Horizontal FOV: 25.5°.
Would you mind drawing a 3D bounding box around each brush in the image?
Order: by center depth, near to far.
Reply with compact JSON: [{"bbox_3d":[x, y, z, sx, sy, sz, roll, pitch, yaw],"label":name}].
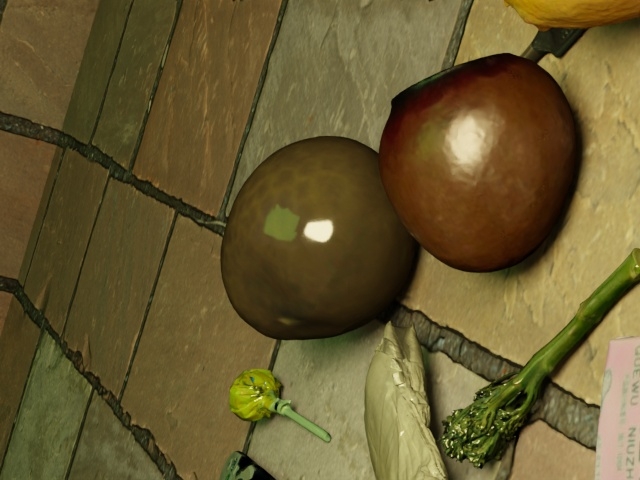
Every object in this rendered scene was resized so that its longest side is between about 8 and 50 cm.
[{"bbox_3d":[0.193,-0.174,1.214,0.193,0.016,0.063,-52,30,42],"label":"brush"}]

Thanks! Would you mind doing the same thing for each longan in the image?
[{"bbox_3d":[0.000,0.000,1.340,0.212,0.198,0.198,119,155,-42],"label":"longan"}]

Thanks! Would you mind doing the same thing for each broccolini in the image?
[{"bbox_3d":[0.172,0.092,1.065,0.239,0.051,0.054,-51,18,33],"label":"broccolini"}]

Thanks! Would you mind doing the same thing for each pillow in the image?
[{"bbox_3d":[0.073,0.194,1.190,0.229,0.050,0.148,-100,11,-51],"label":"pillow"}]

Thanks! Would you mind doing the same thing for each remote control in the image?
[{"bbox_3d":[-0.070,0.287,1.496,0.256,0.045,0.097,-147,76,-70],"label":"remote control"}]

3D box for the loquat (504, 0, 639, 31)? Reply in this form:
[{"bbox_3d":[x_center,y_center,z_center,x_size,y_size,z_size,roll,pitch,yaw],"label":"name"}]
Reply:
[{"bbox_3d":[0.212,-0.257,1.017,0.234,0.176,0.187,-59,25,10],"label":"loquat"}]

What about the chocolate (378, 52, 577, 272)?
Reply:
[{"bbox_3d":[0.131,-0.057,1.132,0.177,0.177,0.176,-47,35,48],"label":"chocolate"}]

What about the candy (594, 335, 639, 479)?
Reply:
[{"bbox_3d":[0.221,0.136,0.872,0.092,0.073,0.160,154,127,-67],"label":"candy"}]

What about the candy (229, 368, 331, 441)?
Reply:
[{"bbox_3d":[-0.038,0.182,1.498,0.062,0.058,0.194,-46,28,-15],"label":"candy"}]
